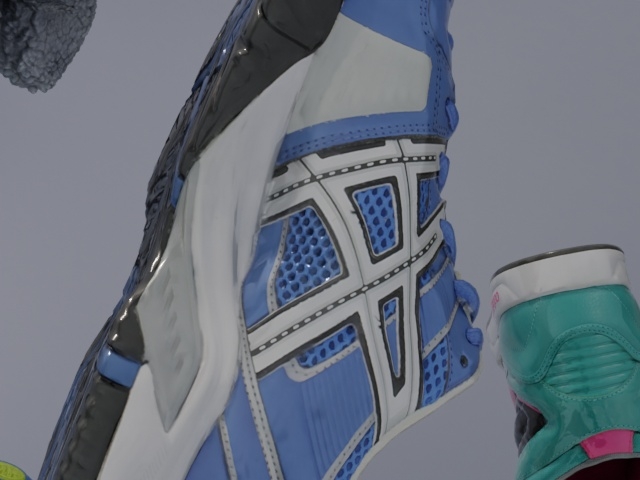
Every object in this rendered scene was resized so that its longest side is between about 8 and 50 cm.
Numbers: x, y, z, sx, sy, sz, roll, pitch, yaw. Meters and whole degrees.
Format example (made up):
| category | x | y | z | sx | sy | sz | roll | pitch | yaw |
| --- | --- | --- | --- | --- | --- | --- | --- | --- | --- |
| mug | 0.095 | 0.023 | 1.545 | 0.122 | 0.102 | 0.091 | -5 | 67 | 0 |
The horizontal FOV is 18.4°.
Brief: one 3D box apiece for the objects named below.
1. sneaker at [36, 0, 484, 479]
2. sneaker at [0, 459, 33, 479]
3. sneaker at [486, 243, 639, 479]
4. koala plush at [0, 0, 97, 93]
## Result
| category | x | y | z | sx | sy | sz | roll | pitch | yaw |
| --- | --- | --- | --- | --- | --- | --- | --- | --- | --- |
| sneaker | 0.000 | 0.000 | 0.461 | 0.081 | 0.080 | 0.211 | 22 | -100 | -8 |
| sneaker | -0.165 | 0.198 | 1.137 | 0.188 | 0.067 | 0.078 | 43 | -50 | -6 |
| sneaker | 0.177 | 0.121 | 1.257 | 0.123 | 0.295 | 0.178 | -12 | -106 | 8 |
| koala plush | -0.274 | -0.114 | 1.115 | 0.196 | 0.203 | 0.221 | 36 | -88 | 10 |
